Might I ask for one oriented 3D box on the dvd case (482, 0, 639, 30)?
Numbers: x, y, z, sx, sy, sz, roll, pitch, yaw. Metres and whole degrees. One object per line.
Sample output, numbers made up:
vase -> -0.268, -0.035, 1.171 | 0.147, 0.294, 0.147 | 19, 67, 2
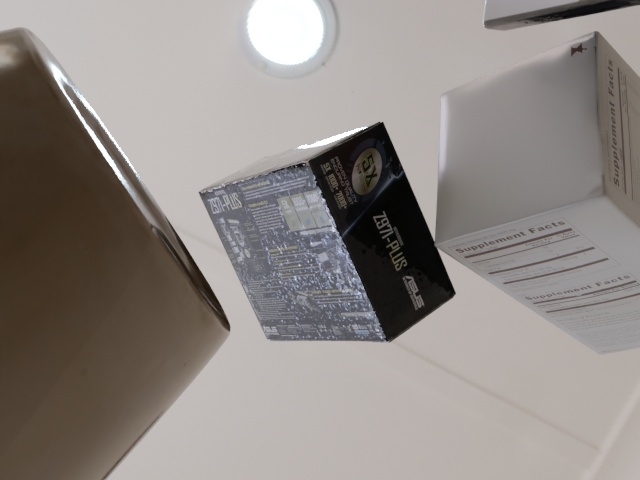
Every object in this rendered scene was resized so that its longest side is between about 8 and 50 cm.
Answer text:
dvd case -> 0.155, -0.262, 0.576 | 0.022, 0.180, 0.253 | 4, -83, -14

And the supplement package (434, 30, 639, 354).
supplement package -> 0.212, -0.023, 0.729 | 0.134, 0.139, 0.244 | -18, -36, 39

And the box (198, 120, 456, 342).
box -> 0.000, 0.000, 0.761 | 0.077, 0.180, 0.147 | -31, -79, -31

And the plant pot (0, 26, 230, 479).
plant pot -> -0.210, 0.048, 0.479 | 0.280, 0.323, 0.323 | -33, -83, -4
